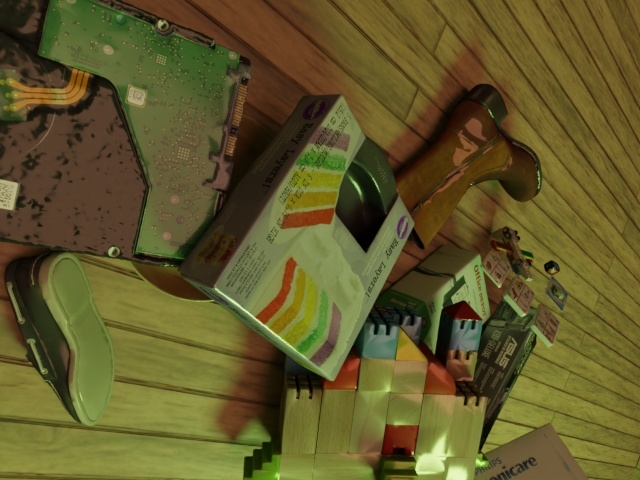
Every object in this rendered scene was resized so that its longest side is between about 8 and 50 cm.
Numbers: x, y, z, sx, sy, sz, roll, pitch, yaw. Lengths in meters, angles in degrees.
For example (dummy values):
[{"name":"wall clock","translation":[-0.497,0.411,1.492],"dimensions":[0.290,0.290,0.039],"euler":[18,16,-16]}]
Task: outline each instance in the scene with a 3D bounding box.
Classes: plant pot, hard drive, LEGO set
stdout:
[{"name":"plant pot","translation":[-0.135,-0.042,0.567],"dimensions":[0.236,0.032,0.237],"euler":[-9,106,-36]},{"name":"hard drive","translation":[-0.246,-0.112,0.419],"dimensions":[0.338,0.064,0.237],"euler":[11,93,-30]},{"name":"LEGO set","translation":[0.387,0.073,0.878],"dimensions":[0.182,0.060,0.244],"euler":[49,42,5]}]

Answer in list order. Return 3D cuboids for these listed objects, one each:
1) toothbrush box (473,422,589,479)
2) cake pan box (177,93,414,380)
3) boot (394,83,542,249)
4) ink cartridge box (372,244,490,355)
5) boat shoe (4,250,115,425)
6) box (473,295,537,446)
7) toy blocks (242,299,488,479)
[{"name":"toothbrush box","translation":[0.323,0.487,0.872],"dimensions":[0.216,0.126,0.296],"euler":[-11,142,-23]},{"name":"cake pan box","translation":[0.000,0.000,0.554],"dimensions":[0.267,0.070,0.246],"euler":[-58,137,-21]},{"name":"boot","translation":[0.268,-0.091,0.820],"dimensions":[0.280,0.096,0.264],"euler":[-50,125,-16]},{"name":"ink cartridge box","translation":[0.208,0.126,0.831],"dimensions":[0.208,0.086,0.153],"euler":[-35,120,-27]},{"name":"boat shoe","translation":[-0.278,0.108,0.492],"dimensions":[0.064,0.075,0.206],"euler":[0,112,7]},{"name":"box","translation":[0.340,0.291,0.931],"dimensions":[0.308,0.076,0.242],"euler":[-56,148,-12]},{"name":"toy blocks","translation":[0.088,0.213,0.676],"dimensions":[0.381,0.191,0.261],"euler":[4,99,-8]}]
